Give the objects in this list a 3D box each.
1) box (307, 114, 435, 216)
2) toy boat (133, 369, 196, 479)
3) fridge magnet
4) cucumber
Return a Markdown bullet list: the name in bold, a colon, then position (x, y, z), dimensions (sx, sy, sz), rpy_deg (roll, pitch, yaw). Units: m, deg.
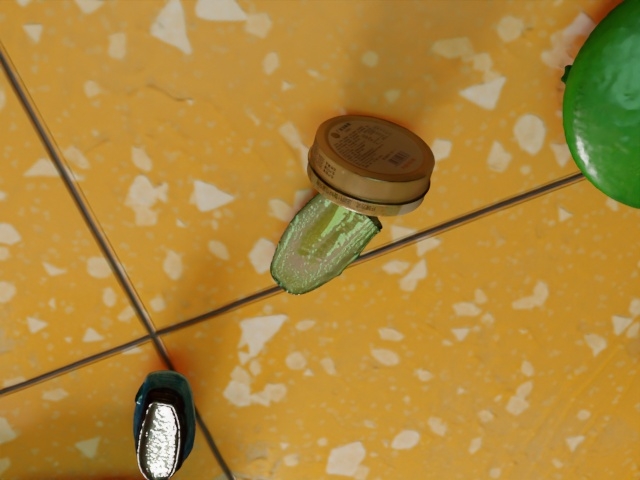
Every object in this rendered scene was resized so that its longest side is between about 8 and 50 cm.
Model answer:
- **box**: position (0.042, -0.064, 0.832), dimensions (0.105, 0.105, 0.037), rpy_deg (9, 126, -10)
- **toy boat**: position (-0.148, 0.176, 0.960), dimensions (0.060, 0.061, 0.137), rpy_deg (6, 125, 1)
- **fridge magnet**: position (0.303, -0.121, 0.840), dimensions (0.208, 0.088, 0.208), rpy_deg (-2, 116, -4)
- **cucumber**: position (0.000, 0.000, 0.901), dimensions (0.067, 0.035, 0.107), rpy_deg (44, 107, -4)
